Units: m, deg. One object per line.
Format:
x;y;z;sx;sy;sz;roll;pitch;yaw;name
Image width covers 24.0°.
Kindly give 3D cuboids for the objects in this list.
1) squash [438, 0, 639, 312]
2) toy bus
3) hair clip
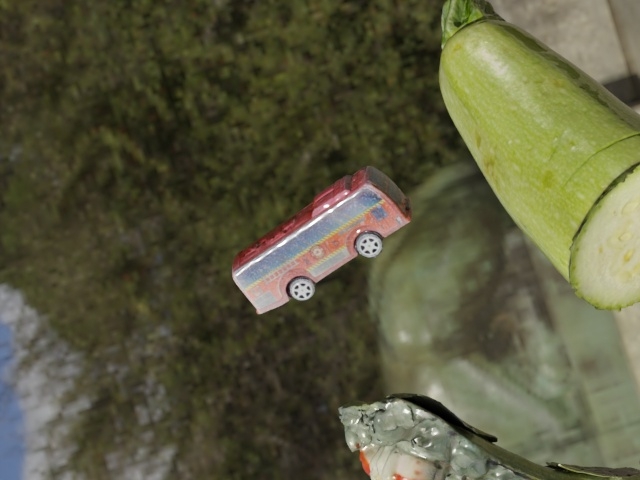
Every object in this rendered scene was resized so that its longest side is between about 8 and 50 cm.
0.118;-0.069;0.798;0.224;0.094;0.094;58;171;43;squash
0.000;0.000;1.534;0.077;0.192;0.065;49;-162;-20;toy bus
0.162;0.203;1.237;0.138;0.321;0.091;161;124;-67;hair clip
